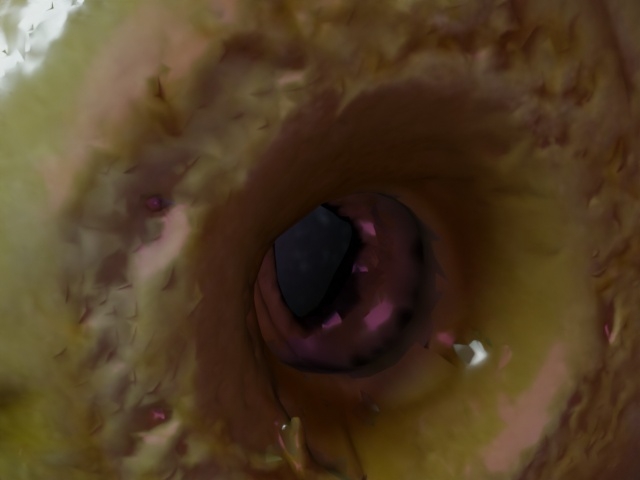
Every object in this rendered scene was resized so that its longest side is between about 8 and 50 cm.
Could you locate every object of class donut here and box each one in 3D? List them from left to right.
[{"bbox_3d":[0.000,0.000,0.637,0.449,0.198,0.449,-9,112,-23],"label":"donut"}]
